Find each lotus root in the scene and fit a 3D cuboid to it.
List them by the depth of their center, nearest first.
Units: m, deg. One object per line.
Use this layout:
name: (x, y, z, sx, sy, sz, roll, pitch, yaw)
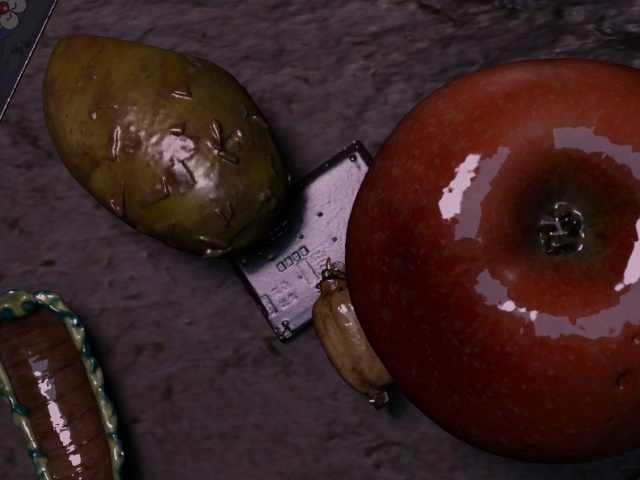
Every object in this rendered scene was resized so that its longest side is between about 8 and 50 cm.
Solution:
lotus root: (0.033, 0.088, 1.008, 0.063, 0.072, 0.152, -21, 88, -38)

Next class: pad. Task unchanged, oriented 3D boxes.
pad: (-0.389, -0.219, 1.153, 0.170, 0.006, 0.246, 24, 87, 12)

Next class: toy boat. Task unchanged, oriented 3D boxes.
toy boat: (-0.246, 0.187, 1.033, 0.108, 0.099, 0.293, -26, 72, 7)

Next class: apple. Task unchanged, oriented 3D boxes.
apple: (0.191, 0.014, 0.880, 0.348, 0.277, 0.349, -1, 82, 8)

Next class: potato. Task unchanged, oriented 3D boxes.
potato: (-0.157, -0.103, 1.027, 0.298, 0.141, 0.176, 38, 76, 13)

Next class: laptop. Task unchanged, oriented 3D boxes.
laptop: (0.000, 0.000, 1.051, 0.180, 0.016, 0.129, -35, 79, 3)
